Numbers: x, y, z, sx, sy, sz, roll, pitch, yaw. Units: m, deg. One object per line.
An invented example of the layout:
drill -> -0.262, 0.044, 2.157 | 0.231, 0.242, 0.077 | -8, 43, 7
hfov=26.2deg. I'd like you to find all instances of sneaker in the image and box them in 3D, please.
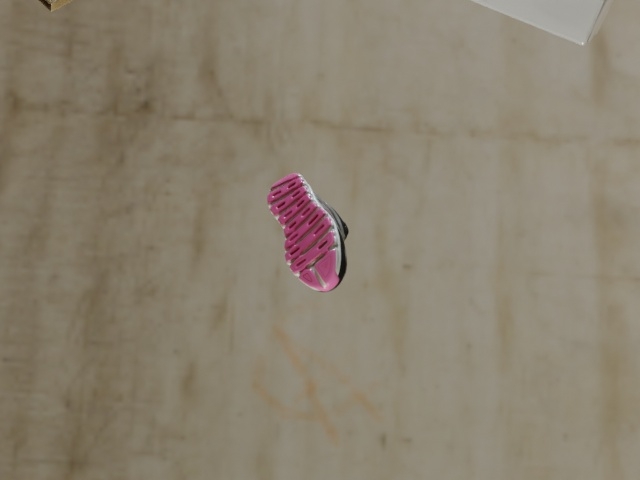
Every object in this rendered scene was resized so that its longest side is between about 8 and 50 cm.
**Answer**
sneaker -> 0.000, 0.000, 1.405 | 0.075, 0.063, 0.170 | 41, -166, -37

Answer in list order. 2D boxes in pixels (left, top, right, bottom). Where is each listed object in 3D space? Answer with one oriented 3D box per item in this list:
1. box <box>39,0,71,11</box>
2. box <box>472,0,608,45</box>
box -> -0.355, -0.421, 1.963 | 0.201, 0.164, 0.021 | -36, -22, -29
box -> 0.308, -0.461, 2.204 | 0.168, 0.345, 0.215 | -69, -11, 19
